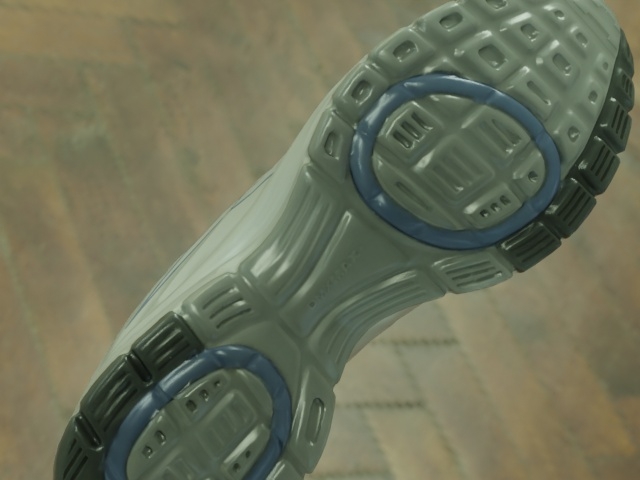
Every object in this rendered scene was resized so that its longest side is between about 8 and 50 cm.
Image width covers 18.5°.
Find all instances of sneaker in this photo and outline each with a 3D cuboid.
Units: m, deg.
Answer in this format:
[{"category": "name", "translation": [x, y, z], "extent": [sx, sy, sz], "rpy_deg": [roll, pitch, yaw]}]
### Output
[{"category": "sneaker", "translation": [0.000, 0.000, 0.789], "extent": [0.111, 0.297, 0.129], "rpy_deg": [50, -7, -15]}]
